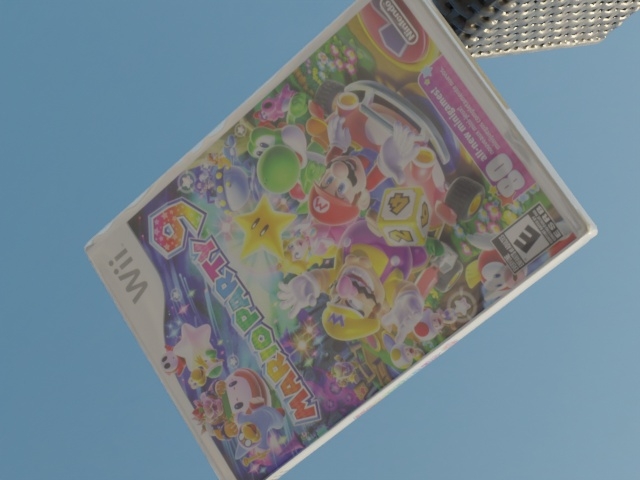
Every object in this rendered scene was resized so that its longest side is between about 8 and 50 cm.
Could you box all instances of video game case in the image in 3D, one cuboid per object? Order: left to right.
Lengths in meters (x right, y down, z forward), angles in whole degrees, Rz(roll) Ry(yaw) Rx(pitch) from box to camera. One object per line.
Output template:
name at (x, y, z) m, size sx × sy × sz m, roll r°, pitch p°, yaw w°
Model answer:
video game case at (0.000, 0.000, 0.377) m, size 0.122 × 0.011 × 0.087 m, roll -40°, pitch -108°, yaw 20°

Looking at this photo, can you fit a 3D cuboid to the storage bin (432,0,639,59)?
storage bin at (0.101, -0.167, 0.710) m, size 0.180 × 0.084 × 0.122 m, roll -15°, pitch -111°, yaw -50°
